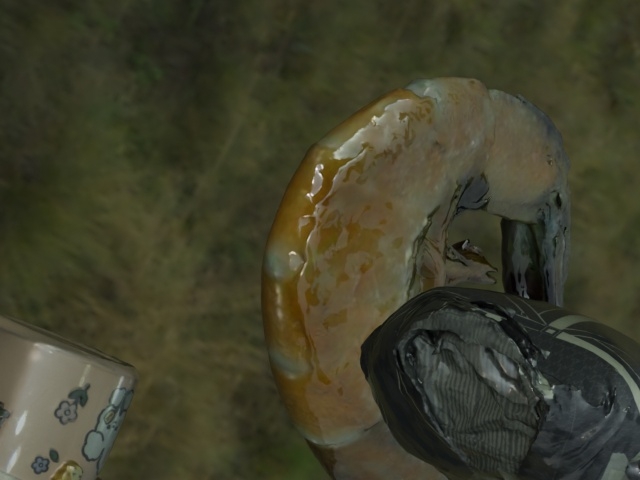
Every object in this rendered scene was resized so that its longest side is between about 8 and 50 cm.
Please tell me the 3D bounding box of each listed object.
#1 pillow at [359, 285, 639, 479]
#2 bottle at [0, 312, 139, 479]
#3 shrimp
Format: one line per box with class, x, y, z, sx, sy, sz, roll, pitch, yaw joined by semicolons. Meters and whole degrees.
pillow;0.132;0.095;0.814;0.335;0.161;0.093;32;71;-49
bottle;-0.158;0.120;0.899;0.099;0.099;0.152;35;75;-72
shrimp;0.089;0.082;1.211;0.272;0.085;0.445;-38;131;-27
